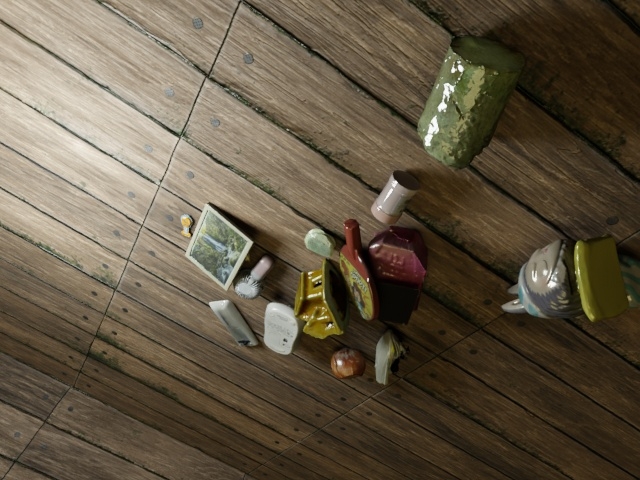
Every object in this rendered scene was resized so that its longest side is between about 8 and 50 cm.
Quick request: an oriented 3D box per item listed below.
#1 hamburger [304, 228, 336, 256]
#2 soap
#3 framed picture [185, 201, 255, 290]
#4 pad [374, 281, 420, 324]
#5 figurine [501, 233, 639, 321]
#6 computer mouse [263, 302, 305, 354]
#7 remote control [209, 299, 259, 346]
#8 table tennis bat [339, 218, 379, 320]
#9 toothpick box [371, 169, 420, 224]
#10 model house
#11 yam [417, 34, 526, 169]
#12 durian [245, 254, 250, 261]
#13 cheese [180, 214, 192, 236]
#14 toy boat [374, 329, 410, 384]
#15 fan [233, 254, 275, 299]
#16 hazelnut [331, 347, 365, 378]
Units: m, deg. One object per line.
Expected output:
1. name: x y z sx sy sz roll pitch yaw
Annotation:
1. hamburger: -0.001 0.002 1.615 0.121 0.054 0.084 20 133 9
2. soap: 0.273 0.096 1.564 0.220 0.127 0.324 8 129 7
3. framed picture: -0.403 0.032 1.734 0.240 0.020 0.324 40 130 5
4. pad: 0.255 0.231 1.592 0.164 0.004 0.243 10 141 6
5. figurine: 0.786 0.129 1.436 0.362 0.266 0.378 11 170 -25
6. computer mouse: -0.151 0.370 1.909 0.184 0.121 0.296 20 128 16
7. remote control: -0.404 0.395 2.048 0.110 0.055 0.313 -10 125 23
8. table tennis bat: 0.130 0.109 1.551 0.051 0.268 0.414 -21 127 -14
9. toothpick box: 0.237 -0.136 1.401 0.099 0.098 0.149 25 130 -5
10. model house: -0.018 0.246 1.716 0.239 0.267 0.173 -22 139 31
11. yam: 0.372 -0.347 1.135 0.195 0.195 0.300 16 130 3
12. durian: -0.312 0.027 1.713 0.052 0.066 0.130 -25 95 -12
13. cheese: -0.530 -0.059 1.741 0.047 0.017 0.111 20 131 3
14. toy boat: 0.298 0.492 1.874 0.141 0.140 0.269 18 129 1
15. fan: -0.265 0.147 1.801 0.130 0.074 0.244 41 123 -4
16. hazelnut: 0.125 0.552 1.981 0.154 0.143 0.143 -14 123 17
